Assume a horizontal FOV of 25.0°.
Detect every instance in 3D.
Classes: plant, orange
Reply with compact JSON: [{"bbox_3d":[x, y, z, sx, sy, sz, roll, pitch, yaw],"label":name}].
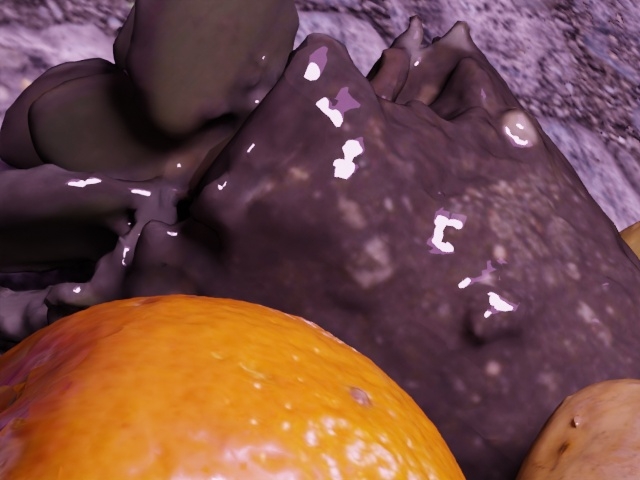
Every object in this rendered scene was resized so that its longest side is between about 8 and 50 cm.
[{"bbox_3d":[0.000,0.000,0.613,0.276,0.199,0.188,39,31,-8],"label":"plant"},{"bbox_3d":[-0.058,0.116,0.421,0.170,0.224,0.224,47,34,-23],"label":"orange"}]

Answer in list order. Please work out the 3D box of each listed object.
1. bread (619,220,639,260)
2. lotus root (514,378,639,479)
[{"bbox_3d":[0.230,0.079,0.747,0.158,0.156,0.260,19,43,-23],"label":"bread"},{"bbox_3d":[0.109,0.132,0.451,0.125,0.118,0.221,8,40,9],"label":"lotus root"}]
